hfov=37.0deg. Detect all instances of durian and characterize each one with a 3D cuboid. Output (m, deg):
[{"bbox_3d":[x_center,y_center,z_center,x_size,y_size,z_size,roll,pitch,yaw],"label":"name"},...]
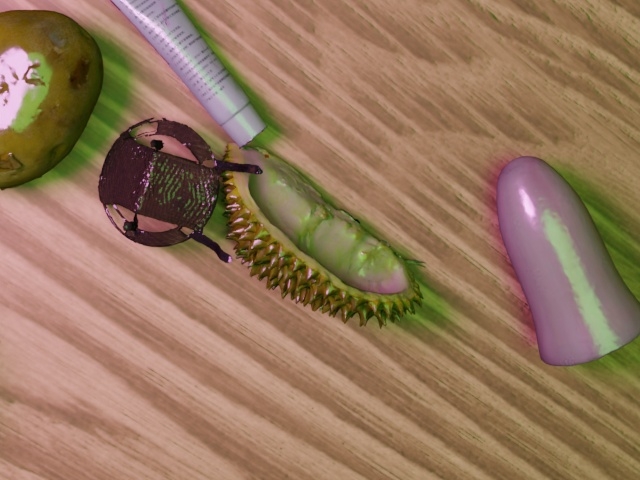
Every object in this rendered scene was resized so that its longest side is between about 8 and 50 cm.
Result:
[{"bbox_3d":[0.000,0.010,1.333,0.355,0.157,0.169,33,73,-17],"label":"durian"}]

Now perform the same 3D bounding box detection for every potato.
[{"bbox_3d":[-0.386,-0.178,1.209,0.253,0.148,0.186,-41,90,3],"label":"potato"}]

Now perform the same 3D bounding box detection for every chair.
[{"bbox_3d":[-0.202,-0.068,1.252,0.149,0.213,0.174,15,95,-31],"label":"chair"}]

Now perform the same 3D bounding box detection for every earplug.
[{"bbox_3d":[0.348,0.016,1.426,0.172,0.172,0.301,-28,98,-9],"label":"earplug"}]

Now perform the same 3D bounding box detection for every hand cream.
[{"bbox_3d":[-0.191,-0.268,1.284,0.085,0.058,0.331,-41,103,-9],"label":"hand cream"}]
